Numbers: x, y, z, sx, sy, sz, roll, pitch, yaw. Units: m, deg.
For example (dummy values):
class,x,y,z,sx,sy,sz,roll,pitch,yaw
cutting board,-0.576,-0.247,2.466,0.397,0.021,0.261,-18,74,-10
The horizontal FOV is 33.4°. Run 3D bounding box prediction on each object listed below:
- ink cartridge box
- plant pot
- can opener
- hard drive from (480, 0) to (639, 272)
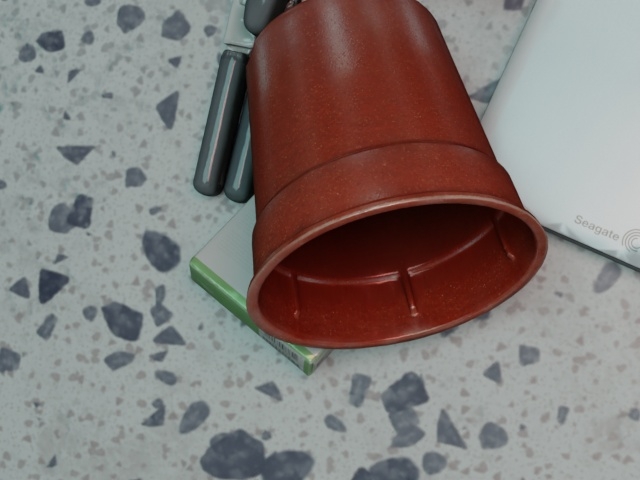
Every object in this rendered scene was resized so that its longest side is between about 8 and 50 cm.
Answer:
class,x,y,z,sx,sy,sz,roll,pitch,yaw
ink cartridge box,0.000,0.000,1.134,0.171,0.056,0.235,38,71,13
plant pot,0.045,-0.074,1.012,0.272,0.272,0.265,-19,60,12
can opener,-0.083,-0.182,1.154,0.074,0.093,0.280,14,94,14
hard drive,0.310,-0.166,1.070,0.233,0.047,0.353,25,92,14
